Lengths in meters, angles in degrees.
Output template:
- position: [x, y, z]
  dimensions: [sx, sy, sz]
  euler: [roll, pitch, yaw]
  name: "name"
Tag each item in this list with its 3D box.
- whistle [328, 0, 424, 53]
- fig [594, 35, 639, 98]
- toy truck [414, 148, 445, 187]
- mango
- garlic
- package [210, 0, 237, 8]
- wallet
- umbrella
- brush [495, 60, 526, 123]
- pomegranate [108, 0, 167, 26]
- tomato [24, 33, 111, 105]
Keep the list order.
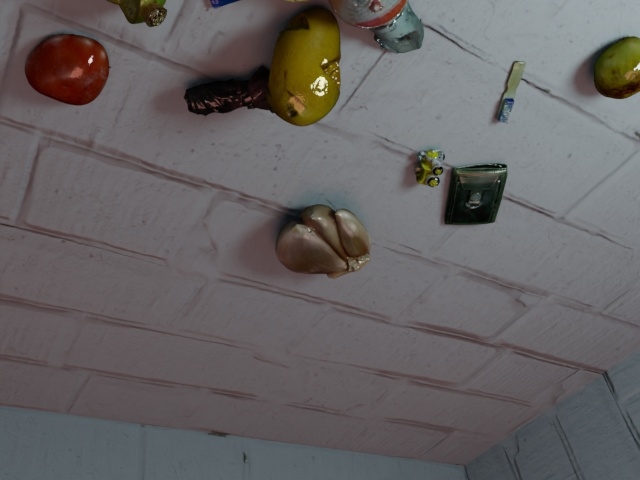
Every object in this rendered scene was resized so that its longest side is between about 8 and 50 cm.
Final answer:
- position: [0.133, -0.493, 1.328]
  dimensions: [0.189, 0.189, 0.348]
  euler: [-27, 146, 18]
  name: "whistle"
- position: [0.750, -0.419, 1.553]
  dimensions: [0.136, 0.120, 0.153]
  euler: [13, 133, -30]
  name: "fig"
- position: [0.300, -0.205, 1.740]
  dimensions: [0.077, 0.076, 0.111]
  euler: [13, 136, 4]
  name: "toy truck"
- position: [-0.031, -0.380, 1.377]
  dimensions: [0.167, 0.130, 0.261]
  euler: [7, 93, -16]
  name: "mango"
- position: [0.001, 0.001, 1.852]
  dimensions: [0.279, 0.132, 0.325]
  euler: [-26, 138, 16]
  name: "garlic"
- position: [-0.168, -0.569, 1.276]
  dimensions: [0.171, 0.027, 0.173]
  euler: [-16, 137, 6]
  name: "package"
- position: [0.458, -0.128, 1.866]
  dimensions: [0.160, 0.055, 0.236]
  euler: [-2, 138, 1]
  name: "wallet"
- position: [-0.153, -0.345, 1.477]
  dimensions: [0.326, 0.094, 0.090]
  euler: [-7, 145, -2]
  name: "umbrella"
- position: [0.489, -0.376, 1.617]
  dimensions: [0.033, 0.030, 0.178]
  euler: [4, 137, -2]
  name: "brush"
- position: [-0.355, -0.499, 1.239]
  dimensions: [0.169, 0.122, 0.143]
  euler: [34, 136, 5]
  name: "pomegranate"
- position: [-0.554, -0.367, 1.379]
  dimensions: [0.166, 0.082, 0.174]
  euler: [19, 132, -28]
  name: "tomato"
